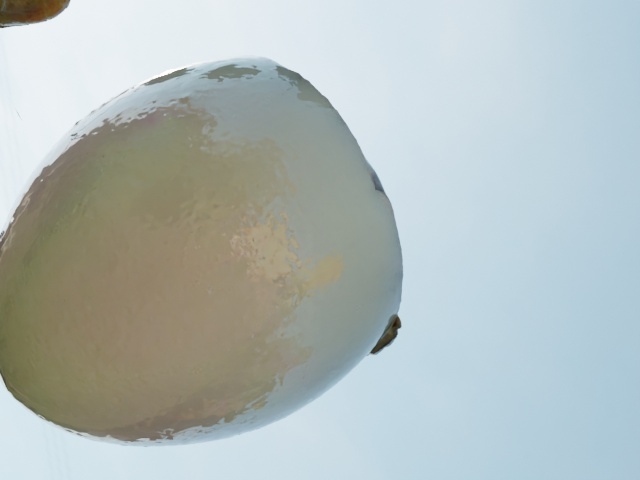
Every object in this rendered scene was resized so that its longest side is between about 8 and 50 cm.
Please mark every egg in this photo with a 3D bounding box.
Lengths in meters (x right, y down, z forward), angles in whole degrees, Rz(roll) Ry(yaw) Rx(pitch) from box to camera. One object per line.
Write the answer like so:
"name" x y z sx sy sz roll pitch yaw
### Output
"egg" -0.149 0.034 0.817 0.354 0.339 0.355 37 -39 36

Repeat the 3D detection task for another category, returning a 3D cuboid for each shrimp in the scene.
"shrimp" -0.573 -0.456 1.585 0.068 0.248 0.150 -88 157 -75

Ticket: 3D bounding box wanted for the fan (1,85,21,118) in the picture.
"fan" -0.422 -0.268 0.988 0.310 0.010 0.182 59 -17 -2
